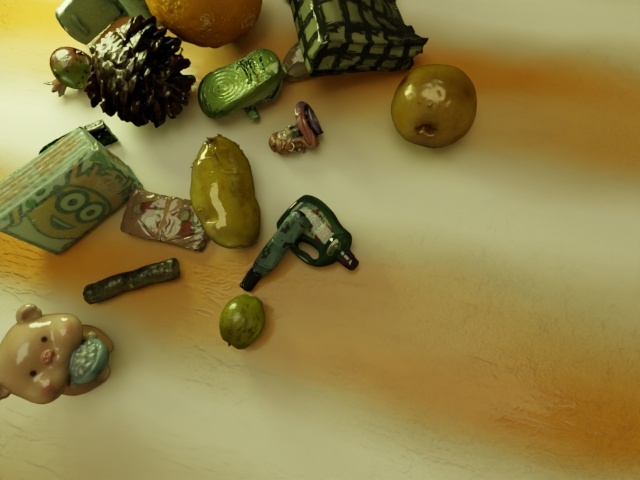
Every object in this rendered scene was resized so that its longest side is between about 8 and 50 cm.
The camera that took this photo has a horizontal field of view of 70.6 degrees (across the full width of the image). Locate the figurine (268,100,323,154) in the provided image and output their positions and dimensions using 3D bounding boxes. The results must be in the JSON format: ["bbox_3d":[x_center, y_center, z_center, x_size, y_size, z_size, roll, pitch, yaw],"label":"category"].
[{"bbox_3d":[-0.060,-0.280,1.210,0.157,0.114,0.126,-45,36,23],"label":"figurine"}]

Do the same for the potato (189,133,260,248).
[{"bbox_3d":[-0.244,-0.123,1.153,0.172,0.140,0.301,-5,76,-32],"label":"potato"}]

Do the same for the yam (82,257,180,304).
[{"bbox_3d":[-0.491,0.105,1.179,0.252,0.061,0.061,-17,72,4],"label":"yam"}]

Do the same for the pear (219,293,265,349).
[{"bbox_3d":[-0.188,0.193,1.082,0.107,0.107,0.131,23,75,14],"label":"pear"}]

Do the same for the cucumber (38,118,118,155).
[{"bbox_3d":[-0.715,-0.283,1.319,0.241,0.074,0.075,-20,72,4],"label":"cucumber"}]

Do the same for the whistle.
[{"bbox_3d":[-0.616,-0.769,1.395,0.404,0.168,0.188,-18,73,3],"label":"whistle"}]

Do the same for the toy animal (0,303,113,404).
[{"bbox_3d":[-0.616,0.271,1.067,0.229,0.221,0.210,11,72,-17],"label":"toy animal"}]

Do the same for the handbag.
[{"bbox_3d":[0.090,-0.602,1.198,0.326,0.162,0.326,-7,74,-25],"label":"handbag"}]

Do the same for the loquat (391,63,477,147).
[{"bbox_3d":[0.278,-0.333,1.120,0.207,0.208,0.208,-2,73,8],"label":"loquat"}]

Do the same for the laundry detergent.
[{"bbox_3d":[0.000,0.000,1.127,0.144,0.078,0.222,-44,75,4],"label":"laundry detergent"}]

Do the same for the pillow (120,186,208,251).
[{"bbox_3d":[-0.407,-0.055,1.218,0.248,0.049,0.135,12,77,8],"label":"pillow"}]

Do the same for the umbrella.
[{"bbox_3d":[-0.115,0.029,1.110,0.053,0.052,0.250,32,108,-16],"label":"umbrella"}]

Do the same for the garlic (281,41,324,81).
[{"bbox_3d":[-0.027,-0.523,1.280,0.195,0.087,0.102,-14,85,2],"label":"garlic"}]

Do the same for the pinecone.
[{"bbox_3d":[-0.486,-0.454,1.243,0.295,0.242,0.298,36,103,14],"label":"pinecone"}]

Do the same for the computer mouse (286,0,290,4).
[{"bbox_3d":[-0.078,-0.739,1.377,0.056,0.032,0.110,-40,82,-3],"label":"computer mouse"}]

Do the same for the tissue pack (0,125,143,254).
[{"bbox_3d":[-0.661,-0.121,1.182,0.310,0.228,0.128,-39,71,-5],"label":"tissue pack"}]

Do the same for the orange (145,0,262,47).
[{"bbox_3d":[-0.316,-0.720,1.241,0.340,0.293,0.341,17,59,-29],"label":"orange"}]

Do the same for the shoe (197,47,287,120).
[{"bbox_3d":[-0.211,-0.416,1.252,0.262,0.128,0.140,-29,63,15],"label":"shoe"}]

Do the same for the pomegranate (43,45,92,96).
[{"bbox_3d":[-0.764,-0.517,1.377,0.159,0.129,0.130,-13,70,32],"label":"pomegranate"}]
